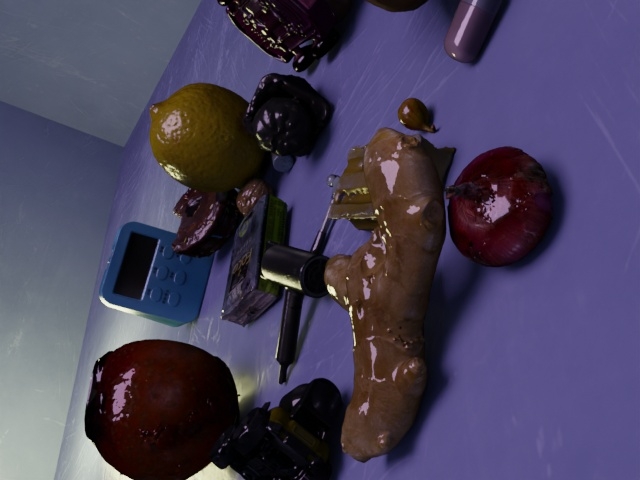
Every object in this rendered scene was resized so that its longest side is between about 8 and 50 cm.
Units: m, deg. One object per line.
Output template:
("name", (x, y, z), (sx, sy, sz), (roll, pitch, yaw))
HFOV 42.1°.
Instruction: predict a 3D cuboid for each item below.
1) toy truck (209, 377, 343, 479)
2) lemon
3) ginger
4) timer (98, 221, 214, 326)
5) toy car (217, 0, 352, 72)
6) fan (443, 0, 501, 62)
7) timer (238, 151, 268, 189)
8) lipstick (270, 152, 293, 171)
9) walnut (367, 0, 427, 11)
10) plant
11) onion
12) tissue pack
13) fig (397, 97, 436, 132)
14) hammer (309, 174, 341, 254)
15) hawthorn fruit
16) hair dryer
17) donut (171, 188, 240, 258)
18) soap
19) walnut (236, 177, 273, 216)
("toy truck", (-0.059, 0.307, 1.301), (0.165, 0.147, 0.224), (-56, 9, -35))
("lemon", (-0.257, -0.235, 1.910), (0.267, 0.267, 0.267), (-48, 31, 42))
("ginger", (0.096, 0.078, 1.101), (0.363, 0.122, 0.348), (121, 144, -47))
("timer", (-0.422, 0.085, 2.141), (0.091, 0.250, 0.231), (-24, 51, 62))
("toy car", (-0.056, -0.563, 1.881), (0.240, 0.271, 0.341), (-56, 19, -15))
("fan", (0.252, -0.384, 1.238), (0.130, 0.074, 0.244), (49, 122, 52))
("timer", (-0.169, -0.195, 2.064), (0.140, 0.047, 0.128), (-34, 43, 55))
("lipstick", (-0.095, -0.214, 1.908), (0.048, 0.048, 0.158), (-59, 25, 25))
("walnut", (0.098, -0.554, 1.333), (0.383, 0.384, 0.383), (-48, 31, 42))
("plant", (-0.071, -0.273, 1.767), (0.141, 0.164, 0.256), (-57, 14, 28))
("onion", (0.192, -0.046, 0.993), (0.150, 0.140, 0.150), (-26, 59, 54))
("tissue pack", (-0.138, 0.043, 1.758), (0.173, 0.073, 0.235), (-43, 34, 50))
("fig", (0.158, -0.194, 1.326), (0.083, 0.050, 0.050), (48, 118, 40))
("hammer", (0.000, 0.000, 1.543), (0.246, 0.029, 0.103), (-69, 22, 7))
("hawthorn fruit", (-0.316, 0.328, 1.627), (0.316, 0.316, 0.316), (-48, 31, 42))
("hair dryer", (-0.068, 0.133, 1.513), (0.196, 0.078, 0.248), (13, 94, 57))
("donut", (-0.285, -0.062, 2.111), (0.216, 0.096, 0.230), (-42, 36, 16))
("soap", (0.107, -0.085, 1.306), (0.233, 0.076, 0.135), (-1, 70, 65))
("walnut", (-0.150, -0.095, 1.899), (0.096, 0.083, 0.079), (-60, -8, 11))
